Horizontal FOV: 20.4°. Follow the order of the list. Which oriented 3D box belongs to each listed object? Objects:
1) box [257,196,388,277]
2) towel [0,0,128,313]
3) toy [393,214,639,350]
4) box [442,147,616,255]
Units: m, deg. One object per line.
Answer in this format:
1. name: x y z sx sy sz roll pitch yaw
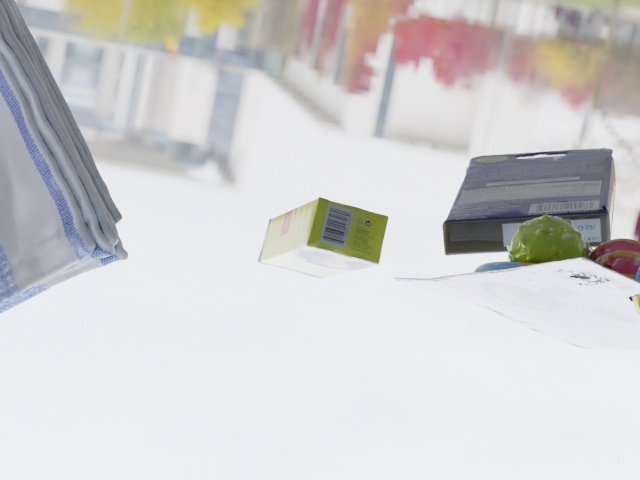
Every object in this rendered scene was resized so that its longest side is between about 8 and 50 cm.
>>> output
1. box: 0.000 0.000 1.978 0.087 0.058 0.232 15 172 -12
2. towel: -0.269 -0.036 1.150 0.285 0.209 0.034 -24 -178 32
3. toy: 0.151 0.020 0.976 0.137 0.056 0.237 21 173 -18
4. box: 0.187 -0.036 1.547 0.136 0.036 0.225 -3 -163 12
